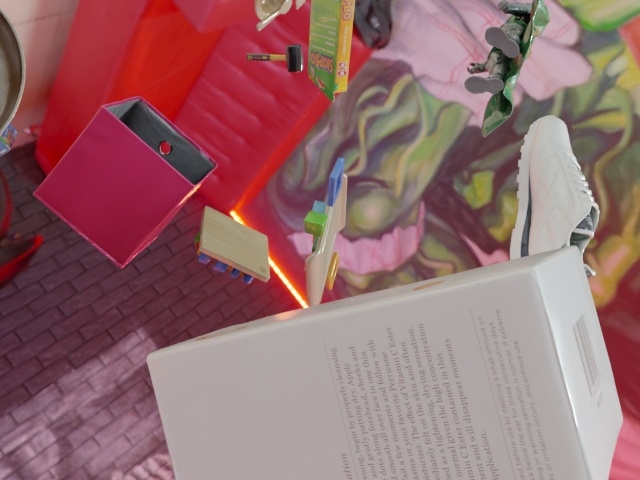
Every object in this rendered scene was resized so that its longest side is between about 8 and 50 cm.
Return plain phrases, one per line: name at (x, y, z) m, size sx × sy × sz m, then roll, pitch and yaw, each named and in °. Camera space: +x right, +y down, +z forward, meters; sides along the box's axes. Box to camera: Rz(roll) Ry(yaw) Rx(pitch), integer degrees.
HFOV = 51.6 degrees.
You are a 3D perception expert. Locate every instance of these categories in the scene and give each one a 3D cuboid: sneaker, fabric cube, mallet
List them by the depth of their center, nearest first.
sneaker at (0.309, -0.054, 0.848) m, size 0.090 × 0.235 × 0.094 m, roll 21°, pitch 159°, yaw -40°
fabric cube at (-0.429, -0.141, 1.513) m, size 0.258 × 0.254 × 0.259 m, roll -47°, pitch -171°, yaw 15°
mallet at (-0.109, -0.421, 1.561) m, size 0.039 × 0.062 × 0.189 m, roll -24°, pitch -159°, yaw -39°

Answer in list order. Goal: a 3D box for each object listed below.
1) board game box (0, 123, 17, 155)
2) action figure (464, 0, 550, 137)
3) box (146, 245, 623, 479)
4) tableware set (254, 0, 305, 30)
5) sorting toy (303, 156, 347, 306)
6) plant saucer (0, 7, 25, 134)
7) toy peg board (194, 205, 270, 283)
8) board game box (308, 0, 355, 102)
board game box at (-0.784, -0.184, 1.487) m, size 0.201 × 0.035 × 0.136 m, roll -31°, pitch -150°, yaw 1°
action figure at (0.202, -0.208, 0.706) m, size 0.232 × 0.063 × 0.137 m, roll -49°, pitch 163°, yaw -58°
box at (0.059, 0.130, 0.585) m, size 0.345 × 0.168 × 0.215 m, roll -16°, pitch 176°, yaw 29°
tableware set at (-0.026, -0.303, 0.684) m, size 0.141 × 0.020 × 0.169 m, roll -45°, pitch 161°, yaw -30°
sorting toy at (0.000, 0.000, 1.205) m, size 0.348 × 0.047 × 0.196 m, roll 89°, pitch 17°, yaw -57°
plant saucer at (-0.548, -0.213, 0.871) m, size 0.310 × 0.311 × 0.050 m, roll -37°, pitch 175°, yaw -17°
toy peg board at (-0.199, 0.028, 1.427) m, size 0.079 × 0.161 × 0.161 m, roll -52°, pitch -155°, yaw 25°
board game box at (0.018, -0.393, 1.206) m, size 0.039 × 0.124 × 0.259 m, roll -11°, pitch 132°, yaw -22°
